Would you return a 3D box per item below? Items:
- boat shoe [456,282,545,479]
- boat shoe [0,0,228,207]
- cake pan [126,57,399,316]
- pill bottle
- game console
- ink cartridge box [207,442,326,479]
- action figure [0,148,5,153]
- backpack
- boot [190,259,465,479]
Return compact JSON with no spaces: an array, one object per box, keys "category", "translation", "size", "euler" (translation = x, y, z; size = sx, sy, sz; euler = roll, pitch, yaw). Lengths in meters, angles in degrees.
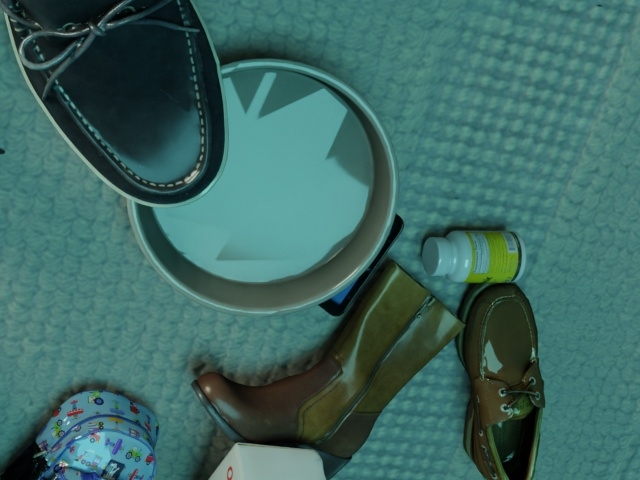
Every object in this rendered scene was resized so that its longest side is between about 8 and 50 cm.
[{"category":"boat shoe","translation":[0.247,0.191,1.658],"size":[0.110,0.104,0.307],"euler":[-16,123,-12]},{"category":"boat shoe","translation":[-0.212,-0.234,1.180],"size":[0.187,0.156,0.500],"euler":[-19,119,-3]},{"category":"cake pan","translation":[-0.063,-0.059,1.390],"size":[0.293,0.054,0.293],"euler":[-3,112,-7]},{"category":"pill bottle","translation":[0.186,0.020,1.560],"size":[0.116,0.065,0.065],"euler":[1,118,-21]},{"category":"game console","translation":[0.000,0.000,1.459],"size":[0.124,0.085,0.144],"euler":[19,110,-48]},{"category":"ink cartridge box","translation":[-0.091,0.396,1.535],"size":[0.114,0.197,0.273],"euler":[11,136,-27]},{"category":"action figure","translation":[-0.413,-0.035,1.257],"size":[0.164,0.141,0.276],"euler":[17,85,-20]},{"category":"backpack","translation":[-0.264,0.269,1.498],"size":[0.158,0.117,0.173],"euler":[33,100,-33]},{"category":"boot","translation":[0.013,0.144,1.547],"size":[0.264,0.096,0.280],"euler":[35,100,-30]}]
